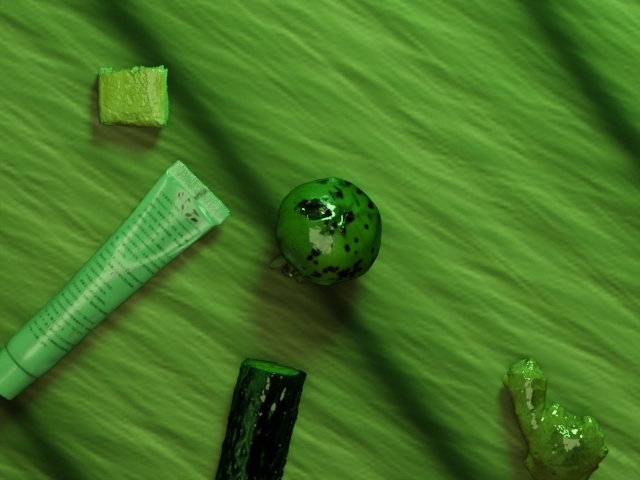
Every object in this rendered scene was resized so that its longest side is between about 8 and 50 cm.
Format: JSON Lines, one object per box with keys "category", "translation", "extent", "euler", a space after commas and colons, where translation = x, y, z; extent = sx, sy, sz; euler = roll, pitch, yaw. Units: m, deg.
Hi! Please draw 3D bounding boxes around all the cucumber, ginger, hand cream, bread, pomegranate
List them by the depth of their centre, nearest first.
{"category": "pomegranate", "translation": [0.000, 0.000, 1.755], "extent": [0.122, 0.122, 0.161], "euler": [41, 135, -5]}
{"category": "bread", "translation": [-0.209, -0.159, 1.765], "extent": [0.083, 0.035, 0.070], "euler": [-2, 98, 9]}
{"category": "hand cream", "translation": [-0.249, 0.053, 1.786], "extent": [0.331, 0.058, 0.085], "euler": [-43, 94, 7]}
{"category": "ginger", "translation": [0.268, 0.211, 1.791], "extent": [0.096, 0.067, 0.165], "euler": [-16, 99, 26]}
{"category": "cucumber", "translation": [-0.076, 0.244, 1.809], "extent": [0.078, 0.062, 0.211], "euler": [13, 99, -1]}
